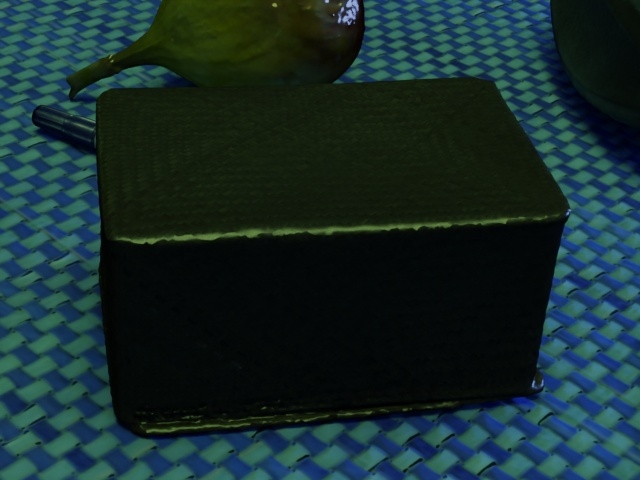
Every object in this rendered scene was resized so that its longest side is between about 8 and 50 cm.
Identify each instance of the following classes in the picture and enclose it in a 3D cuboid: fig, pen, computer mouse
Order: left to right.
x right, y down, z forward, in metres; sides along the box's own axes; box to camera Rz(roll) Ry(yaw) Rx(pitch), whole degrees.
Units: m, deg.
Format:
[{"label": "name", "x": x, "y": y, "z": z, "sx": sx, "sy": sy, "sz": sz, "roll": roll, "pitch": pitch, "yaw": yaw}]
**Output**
[{"label": "pen", "x": -0.135, "y": -0.067, "z": 0.960, "sx": 0.204, "sy": 0.025, "sz": 0.025, "roll": 20, "pitch": 37, "yaw": 19}, {"label": "fig", "x": -0.092, "y": -0.171, "z": 1.043, "sx": 0.257, "sy": 0.159, "sz": 0.159, "roll": -21, "pitch": 39, "yaw": -3}, {"label": "computer mouse", "x": 0.323, "y": -0.171, "z": 1.109, "sx": 0.203, "sy": 0.114, "sz": 0.374, "roll": 1, "pitch": 36, "yaw": -12}]

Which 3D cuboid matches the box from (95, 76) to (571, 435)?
[{"label": "box", "x": 0.000, "y": 0.002, "z": 0.783, "sx": 0.273, "sy": 0.143, "sz": 0.184, "roll": -3, "pitch": 36, "yaw": -12}]
